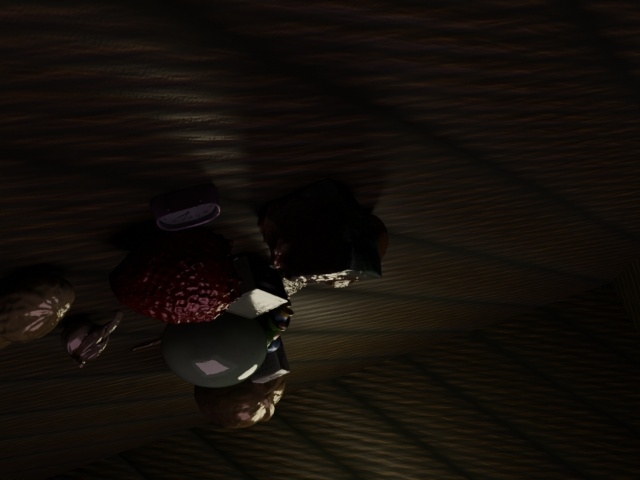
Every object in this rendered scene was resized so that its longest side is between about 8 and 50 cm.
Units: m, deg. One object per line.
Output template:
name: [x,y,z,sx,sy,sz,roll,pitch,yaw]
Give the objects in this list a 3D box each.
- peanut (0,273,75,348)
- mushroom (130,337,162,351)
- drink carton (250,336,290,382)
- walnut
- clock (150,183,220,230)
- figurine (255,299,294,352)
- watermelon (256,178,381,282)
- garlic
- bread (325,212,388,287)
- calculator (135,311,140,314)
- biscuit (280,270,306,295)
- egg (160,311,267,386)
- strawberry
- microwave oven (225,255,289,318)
peanut: [-0.747,0.183,1.368,0.313,0.152,0.152,-21,156,10]
mushroom: [-0.551,0.349,2.025,0.286,0.028,0.026,-17,-162,-4]
drink carton: [-0.220,0.432,2.193,0.134,0.222,0.102,-24,156,11]
walnut: [-0.339,0.610,2.348,0.381,0.381,0.381,-16,156,-7]
clock: [-0.301,-0.067,1.278,0.153,0.050,0.110,-16,156,-7]
figurine: [-0.190,0.312,2.054,0.143,0.162,0.263,12,132,-34]
watermelon: [0.007,-0.008,1.387,0.302,0.264,0.151,-13,155,-7]
garlic: [-0.680,0.275,1.673,0.194,0.127,0.131,-42,179,-11]
bread: [0.084,0.042,1.649,0.196,0.176,0.246,-7,154,-21]
calculator: [-0.495,0.176,1.678,0.127,0.034,0.190,-11,160,-20]
biscuit: [-0.104,0.143,1.892,0.141,0.038,0.290,-3,153,-34]
egg: [-0.343,0.341,1.841,0.276,0.276,0.389,-32,151,27]
strawberry: [-0.351,0.092,1.346,0.288,0.238,0.250,-7,151,-35]
microwave oven: [-0.216,0.138,1.687,0.163,0.129,0.205,-28,155,14]
